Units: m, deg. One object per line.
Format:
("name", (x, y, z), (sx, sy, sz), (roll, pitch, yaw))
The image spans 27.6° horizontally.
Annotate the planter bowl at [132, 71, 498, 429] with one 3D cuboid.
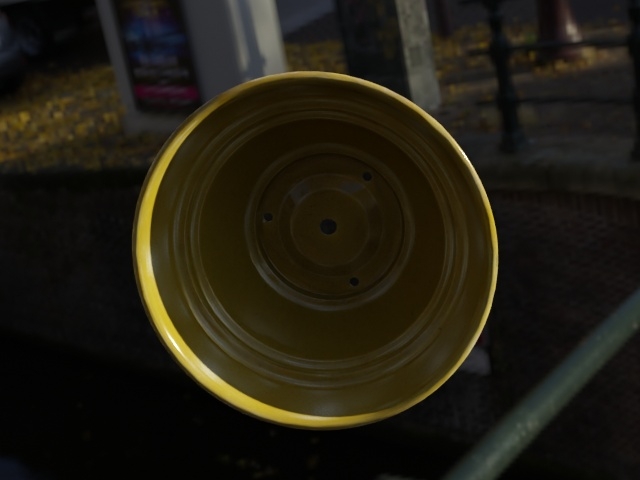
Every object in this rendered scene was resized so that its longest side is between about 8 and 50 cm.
("planter bowl", (0.000, 0.000, 0.805), (0.217, 0.217, 0.090), (-8, 12, 9))
